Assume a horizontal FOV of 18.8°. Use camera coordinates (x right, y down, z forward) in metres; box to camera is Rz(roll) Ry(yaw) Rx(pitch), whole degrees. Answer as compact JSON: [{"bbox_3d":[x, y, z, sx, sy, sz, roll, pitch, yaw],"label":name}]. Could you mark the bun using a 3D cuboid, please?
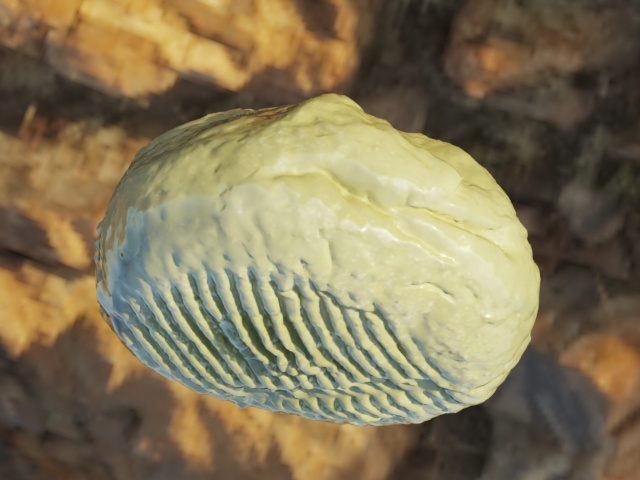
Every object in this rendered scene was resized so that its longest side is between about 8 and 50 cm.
[{"bbox_3d":[0.000,0.000,0.951,0.220,0.134,0.220,8,150,5],"label":"bun"}]
